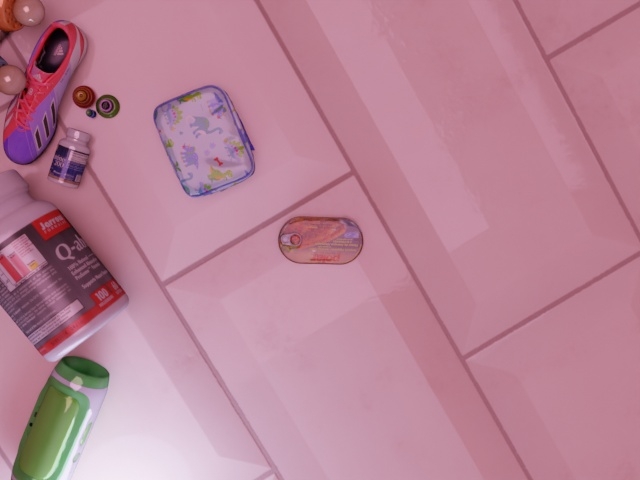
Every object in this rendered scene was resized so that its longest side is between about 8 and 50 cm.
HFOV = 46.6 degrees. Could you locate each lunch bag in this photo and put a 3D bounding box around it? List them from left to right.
[{"bbox_3d":[-0.242,-0.211,1.587,0.176,0.090,0.219,-23,96,-1],"label":"lunch bag"}]

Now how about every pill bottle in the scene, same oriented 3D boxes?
[{"bbox_3d":[-0.583,0.050,1.526,0.210,0.210,0.363,-37,97,0],"label":"pill bottle"},{"bbox_3d":[-0.531,-0.176,1.580,0.067,0.067,0.120,19,93,-6],"label":"pill bottle"}]

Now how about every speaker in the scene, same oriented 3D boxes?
[{"bbox_3d":[-0.563,0.407,1.604,0.131,0.131,0.297,23,93,-6],"label":"speaker"}]

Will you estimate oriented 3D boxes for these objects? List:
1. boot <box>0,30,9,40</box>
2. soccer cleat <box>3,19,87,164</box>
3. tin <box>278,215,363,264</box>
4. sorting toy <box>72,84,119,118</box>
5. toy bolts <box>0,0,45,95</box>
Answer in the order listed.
[{"bbox_3d":[-0.685,-0.429,1.560,0.087,0.042,0.118,-32,97,-3],"label":"boot"},{"bbox_3d":[-0.585,-0.309,1.539,0.108,0.116,0.318,25,93,-6],"label":"soccer cleat"},{"bbox_3d":[0.000,0.000,1.651,0.189,0.040,0.106,2,91,-4],"label":"tin"},{"bbox_3d":[-0.484,-0.292,1.586,0.101,0.042,0.061,20,94,-6],"label":"sorting toy"},{"bbox_3d":[-0.649,-0.389,1.434,0.158,0.218,0.229,19,113,11],"label":"toy bolts"}]
